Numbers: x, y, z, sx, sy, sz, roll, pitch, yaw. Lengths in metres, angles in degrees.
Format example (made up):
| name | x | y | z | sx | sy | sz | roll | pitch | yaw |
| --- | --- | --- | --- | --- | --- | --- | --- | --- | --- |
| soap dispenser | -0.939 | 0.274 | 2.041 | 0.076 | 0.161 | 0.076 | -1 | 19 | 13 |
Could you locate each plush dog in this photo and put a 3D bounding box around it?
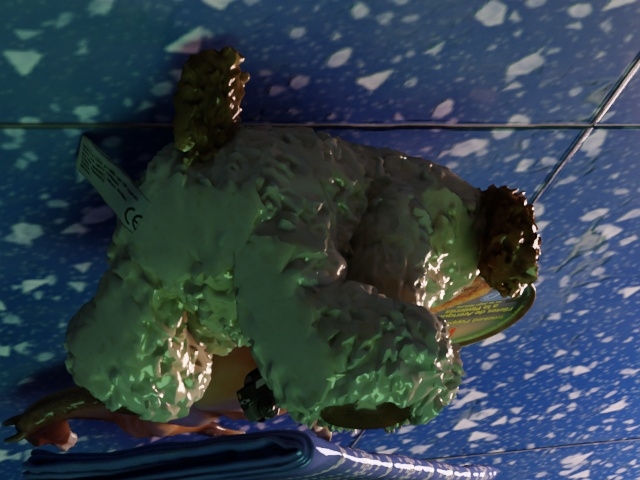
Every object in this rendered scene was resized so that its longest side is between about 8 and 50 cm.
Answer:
| name | x | y | z | sx | sy | sz | roll | pitch | yaw |
| --- | --- | --- | --- | --- | --- | --- | --- | --- | --- |
| plush dog | 0.000 | 0.000 | 0.916 | 0.262 | 0.211 | 0.225 | -4 | 178 | 39 |

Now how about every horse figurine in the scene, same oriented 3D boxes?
| name | x | y | z | sx | sy | sz | roll | pitch | yaw |
| --- | --- | --- | --- | --- | --- | --- | --- | --- | --- |
| horse figurine | -0.073 | 0.112 | 1.102 | 0.263 | 0.066 | 0.174 | -14 | 154 | 35 |

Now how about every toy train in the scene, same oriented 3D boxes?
| name | x | y | z | sx | sy | sz | roll | pitch | yaw |
| --- | --- | --- | --- | --- | --- | --- | --- | --- | --- |
| toy train | 0.009 | 0.069 | 1.019 | 0.158 | 0.036 | 0.027 | -30 | 180 | -30 |

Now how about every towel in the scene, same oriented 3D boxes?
| name | x | y | z | sx | sy | sz | roll | pitch | yaw |
| --- | --- | --- | --- | --- | --- | --- | --- | --- | --- |
| towel | -0.037 | 0.176 | 1.178 | 0.243 | 0.040 | 0.336 | -11 | 165 | 26 |

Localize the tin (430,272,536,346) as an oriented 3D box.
| name | x | y | z | sx | sy | sz | roll | pitch | yaw |
| --- | --- | --- | --- | --- | --- | --- | --- | --- | --- |
| tin | 0.062 | 0.045 | 1.120 | 0.189 | 0.040 | 0.106 | -6 | 144 | -18 |
